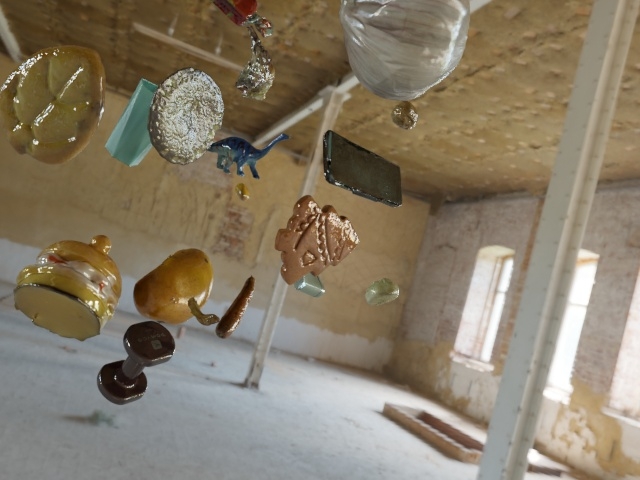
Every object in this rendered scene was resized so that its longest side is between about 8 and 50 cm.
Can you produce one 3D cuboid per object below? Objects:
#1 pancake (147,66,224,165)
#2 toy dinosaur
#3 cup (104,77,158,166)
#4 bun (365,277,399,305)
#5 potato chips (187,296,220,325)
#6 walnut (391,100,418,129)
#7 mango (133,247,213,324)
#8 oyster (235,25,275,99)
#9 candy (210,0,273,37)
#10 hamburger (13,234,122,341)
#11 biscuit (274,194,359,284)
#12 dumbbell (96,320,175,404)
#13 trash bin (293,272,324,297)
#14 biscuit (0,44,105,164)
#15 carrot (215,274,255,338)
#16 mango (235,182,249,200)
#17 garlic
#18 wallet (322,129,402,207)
[{"bbox_3d":[-0.265,-0.246,1.208,0.021,0.199,0.199,26,1,31],"label":"pancake"},{"bbox_3d":[-0.255,-0.256,1.844,0.329,0.144,0.076,3,12,12],"label":"toy dinosaur"},{"bbox_3d":[-0.536,-0.346,1.805,0.134,0.236,0.148,33,17,-26],"label":"cup"},{"bbox_3d":[0.148,0.122,1.475,0.086,0.055,0.086,-13,-22,-6],"label":"bun"},{"bbox_3d":[-0.259,0.152,1.298,0.026,0.037,0.204,63,-19,-16],"label":"potato chips"},{"bbox_3d":[0.264,-0.393,1.900,0.082,0.079,0.096,45,4,42],"label":"walnut"},{"bbox_3d":[-0.418,0.136,1.800,0.160,0.290,0.191,-24,-72,42],"label":"mango"},{"bbox_3d":[-0.210,-0.560,1.982,0.100,0.275,0.271,23,33,7],"label":"oyster"},{"bbox_3d":[-0.232,-0.611,1.502,0.292,0.086,0.059,40,-29,-22],"label":"candy"},{"bbox_3d":[-0.673,0.115,1.662,0.276,0.237,0.276,8,-39,7],"label":"hamburger"},{"bbox_3d":[0.000,0.000,1.855,0.306,0.284,0.043,-1,19,-35],"label":"biscuit"},{"bbox_3d":[-0.493,0.327,1.617,0.140,0.225,0.124,-9,54,-52],"label":"dumbbell"},{"bbox_3d":[-0.052,0.144,2.241,0.130,0.059,0.116,28,30,-53],"label":"trash bin"},{"bbox_3d":[-0.515,-0.268,1.168,0.203,0.260,0.041,49,15,1],"label":"biscuit"},{"bbox_3d":[-0.255,0.205,1.889,0.059,0.248,0.059,16,-40,14],"label":"carrot"},{"bbox_3d":[-0.267,-0.163,2.064,0.046,0.060,0.089,-23,19,0],"label":"mango"},{"bbox_3d":[0.162,-0.436,1.224,0.259,0.317,0.317,19,-5,-12],"label":"garlic"},{"bbox_3d":[0.134,-0.209,1.865,0.318,0.172,0.045,17,-29,-39],"label":"wallet"}]
